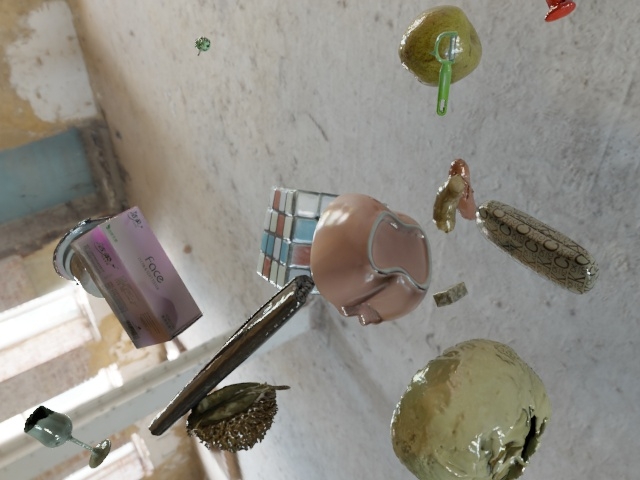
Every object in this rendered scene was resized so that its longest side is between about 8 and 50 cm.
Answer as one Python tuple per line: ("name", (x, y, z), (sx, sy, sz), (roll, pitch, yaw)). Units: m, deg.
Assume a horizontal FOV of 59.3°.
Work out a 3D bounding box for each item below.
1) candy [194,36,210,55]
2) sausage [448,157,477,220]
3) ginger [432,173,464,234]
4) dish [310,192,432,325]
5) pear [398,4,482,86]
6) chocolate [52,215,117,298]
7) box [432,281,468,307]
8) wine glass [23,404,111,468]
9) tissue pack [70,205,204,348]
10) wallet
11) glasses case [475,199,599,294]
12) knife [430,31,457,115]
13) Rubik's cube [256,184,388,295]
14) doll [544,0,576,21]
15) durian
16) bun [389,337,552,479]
("candy", (-0.184, -0.293, 0.858), (0.025, 0.023, 0.083), (38, -157, -23))
("sausage", (0.496, -0.164, 1.953), (0.079, 0.087, 0.327), (7, 154, 26))
("ginger", (0.382, -0.112, 1.686), (0.095, 0.068, 0.190), (32, 124, 45))
("dish", (0.093, 0.024, 0.834), (0.090, 0.213, 0.214), (-19, 95, 48))
("pear", (0.325, -0.529, 1.557), (0.228, 0.211, 0.189), (41, -140, -43))
("chocolate", (-0.502, 0.058, 1.337), (0.147, 0.221, 0.221), (39, 144, 29))
("box", (0.377, 0.156, 1.626), (0.062, 0.098, 0.045), (-23, 86, 44))
("wine glass", (-0.598, 0.464, 1.330), (0.195, 0.079, 0.079), (46, 165, -31))
("tissue pack", (-0.347, 0.075, 1.069), (0.148, 0.092, 0.247), (-19, 104, 44))
("wallet", (-0.138, 0.177, 0.905), (0.044, 0.321, 0.170), (47, -172, -1))
("glasses case", (0.539, 0.011, 1.431), (0.354, 0.085, 0.137), (39, 160, 41))
("knife", (0.265, -0.360, 1.236), (0.212, 0.054, 0.015), (81, -168, -50))
("Rubik's cube", (0.000, 0.000, 1.467), (0.256, 0.258, 0.254), (-159, 76, -68))
("doll", (0.328, -0.551, 0.930), (0.099, 0.188, 0.385), (-19, 61, 27))
("durian", (-0.124, 0.291, 0.919), (0.148, 0.188, 0.092), (-7, 105, 58))
("bun", (0.236, 0.274, 0.829), (0.152, 0.259, 0.260), (41, 145, 52))
